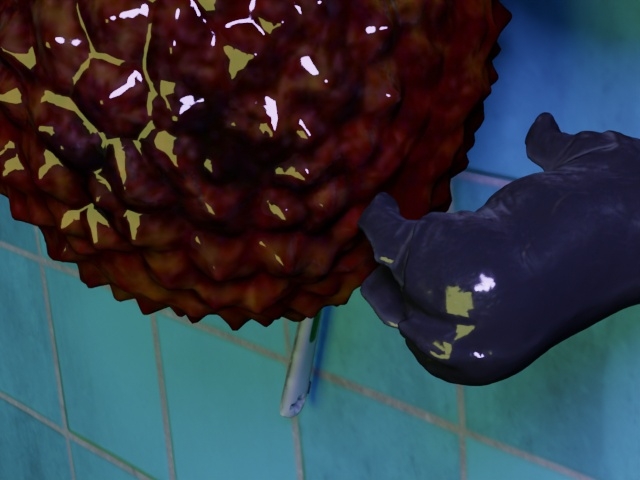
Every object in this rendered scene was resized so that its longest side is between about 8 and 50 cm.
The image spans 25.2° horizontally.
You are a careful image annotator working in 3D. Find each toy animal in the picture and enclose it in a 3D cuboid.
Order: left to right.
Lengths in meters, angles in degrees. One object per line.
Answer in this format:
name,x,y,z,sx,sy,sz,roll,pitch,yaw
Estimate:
toy animal,0.196,-0.014,0.925,0.168,0.343,0.106,-114,11,-48

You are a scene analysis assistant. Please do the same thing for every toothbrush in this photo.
toothbrush,-0.004,-0.002,1.361,0.040,0.042,0.418,31,126,30

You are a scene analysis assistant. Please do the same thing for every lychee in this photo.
lychee,-0.074,-0.179,1.066,0.424,0.425,0.500,-32,65,52
